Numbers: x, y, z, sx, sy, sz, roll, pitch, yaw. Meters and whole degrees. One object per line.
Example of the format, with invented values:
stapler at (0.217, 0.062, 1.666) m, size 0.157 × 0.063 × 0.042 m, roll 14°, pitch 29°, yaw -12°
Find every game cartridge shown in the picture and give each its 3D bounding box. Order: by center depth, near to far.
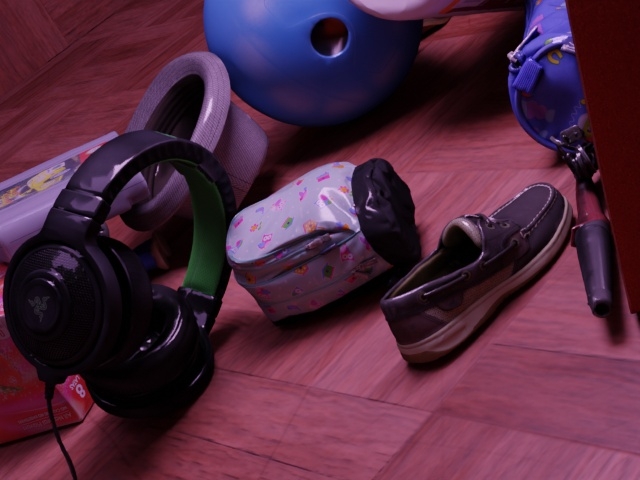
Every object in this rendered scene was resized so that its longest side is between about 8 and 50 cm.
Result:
game cartridge at (-0.309, -0.053, 1.406) m, size 0.196 × 0.060 × 0.294 m, roll -30°, pitch 17°, yaw -7°

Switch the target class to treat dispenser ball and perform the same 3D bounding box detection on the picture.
treat dispenser ball at (-0.009, -0.292, 1.561) m, size 0.288 × 0.288 × 0.288 m, roll -26°, pitch 23°, yaw 12°

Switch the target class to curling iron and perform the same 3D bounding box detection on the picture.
curling iron at (0.222, -0.017, 1.007) m, size 0.035 × 0.068 × 0.274 m, roll -25°, pitch 26°, yaw 23°

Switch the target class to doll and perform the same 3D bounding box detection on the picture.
doll at (-0.280, 0.054, 1.502) m, size 0.189 × 0.046 × 0.129 m, roll -28°, pitch 22°, yaw 7°

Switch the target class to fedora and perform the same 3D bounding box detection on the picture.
fedora at (-0.154, -0.110, 1.527) m, size 0.244 × 0.124 × 0.275 m, roll -64°, pitch 27°, yaw 0°

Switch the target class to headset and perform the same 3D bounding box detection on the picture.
headset at (-0.222, 0.079, 1.136) m, size 0.185 × 0.243 × 0.394 m, roll 14°, pitch 71°, yaw 29°

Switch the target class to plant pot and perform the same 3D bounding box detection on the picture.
plant pot at (0.320, -0.140, 0.914) m, size 0.235 × 0.267 × 0.267 m, roll -11°, pitch 27°, yaw 15°

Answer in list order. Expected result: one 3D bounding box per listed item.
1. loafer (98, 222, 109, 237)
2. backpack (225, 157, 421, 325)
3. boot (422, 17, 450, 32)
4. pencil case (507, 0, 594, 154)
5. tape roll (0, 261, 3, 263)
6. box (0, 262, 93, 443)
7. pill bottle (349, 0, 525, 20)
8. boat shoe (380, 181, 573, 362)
loafer at (-0.402, 0.032, 1.663) m, size 0.251 × 0.094 × 0.087 m, roll -24°, pitch 11°, yaw 4°
backpack at (0.000, 0.000, 1.179) m, size 0.182 × 0.115 × 0.152 m, roll -27°, pitch 25°, yaw 18°
boot at (0.100, -0.320, 1.770) m, size 0.152 × 0.073 × 0.197 m, roll -12°, pitch 27°, yaw 47°
pencil case at (0.266, -0.208, 1.257) m, size 0.119 × 0.133 × 0.306 m, roll -57°, pitch 6°, yaw 34°
tape roll at (-0.393, 0.061, 1.511) m, size 0.219 × 0.072 × 0.219 m, roll -43°, pitch 9°, yaw 9°
box at (-0.390, 0.138, 1.333) m, size 0.300 × 0.154 × 0.142 m, roll -18°, pitch 26°, yaw 26°
pill bottle at (0.199, -0.386, 1.431) m, size 0.224 × 0.224 × 0.392 m, roll -9°, pitch 5°, yaw 42°
boat shoe at (0.137, 0.012, 1.035) m, size 0.223 × 0.073 × 0.080 m, roll -43°, pitch 26°, yaw -26°
